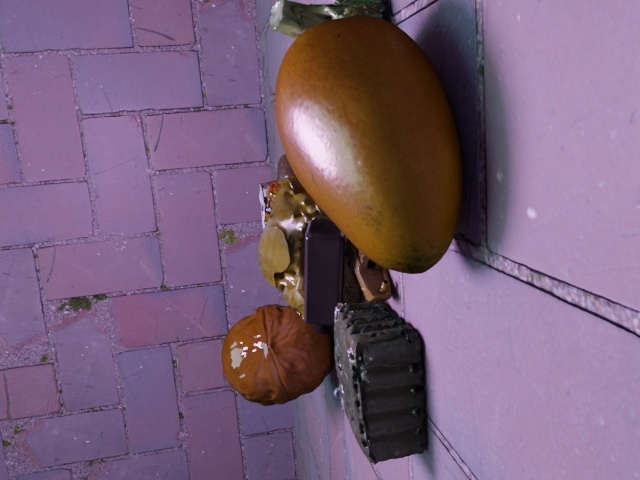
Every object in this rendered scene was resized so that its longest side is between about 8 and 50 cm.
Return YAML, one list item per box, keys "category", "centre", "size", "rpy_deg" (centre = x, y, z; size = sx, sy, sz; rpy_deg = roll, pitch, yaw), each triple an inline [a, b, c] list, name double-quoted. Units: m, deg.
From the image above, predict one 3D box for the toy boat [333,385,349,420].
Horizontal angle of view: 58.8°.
- category: "toy boat"
  centre: [0.086, 0.402, 1.390]
  size: [0.208, 0.078, 0.134]
  rpy_deg: [-125, 28, -68]

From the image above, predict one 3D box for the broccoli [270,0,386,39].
- category: "broccoli"
  centre: [0.003, -0.359, 0.990]
  size: [0.194, 0.194, 0.220]
  rpy_deg: [-121, 48, -68]

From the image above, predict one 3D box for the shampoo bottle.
- category: "shampoo bottle"
  centre: [0.009, 0.083, 1.173]
  size: [0.080, 0.079, 0.246]
  rpy_deg: [-76, -12, -63]

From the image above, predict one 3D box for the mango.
- category: "mango"
  centre: [0.068, -0.134, 0.769]
  size: [0.264, 0.221, 0.378]
  rpy_deg: [110, 142, -59]

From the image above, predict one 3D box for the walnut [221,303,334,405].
- category: "walnut"
  centre: [-0.137, 0.359, 1.815]
  size: [0.398, 0.353, 0.308]
  rpy_deg: [92, 153, -71]

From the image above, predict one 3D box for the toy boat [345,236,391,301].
- category: "toy boat"
  centre: [0.094, 0.028, 1.132]
  size: [0.226, 0.068, 0.088]
  rpy_deg: [-104, 19, -44]

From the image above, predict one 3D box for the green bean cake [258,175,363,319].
- category: "green bean cake"
  centre: [-0.022, 0.026, 1.317]
  size: [0.285, 0.202, 0.310]
  rpy_deg: [44, 138, 35]

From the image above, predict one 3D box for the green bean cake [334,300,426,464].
- category: "green bean cake"
  centre: [0.101, 0.253, 1.073]
  size: [0.255, 0.131, 0.241]
  rpy_deg: [-132, 33, -73]

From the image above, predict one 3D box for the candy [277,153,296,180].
- category: "candy"
  centre: [-0.100, -0.210, 2.013]
  size: [0.234, 0.102, 0.104]
  rpy_deg: [109, 153, -65]

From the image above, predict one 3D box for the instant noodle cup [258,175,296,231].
- category: "instant noodle cup"
  centre: [-0.100, -0.106, 1.842]
  size: [0.230, 0.182, 0.231]
  rpy_deg: [173, 90, -81]
